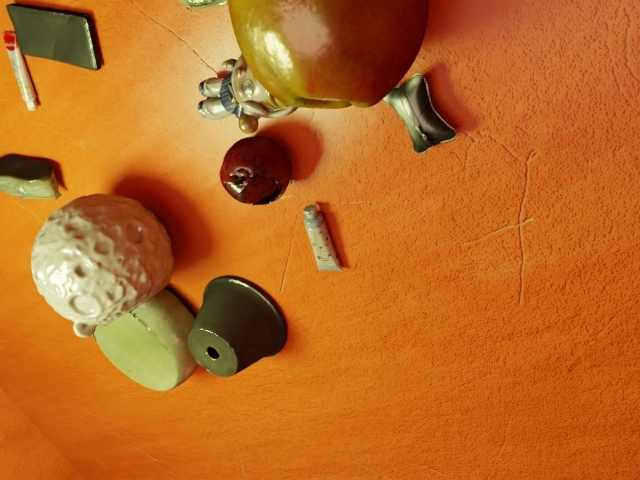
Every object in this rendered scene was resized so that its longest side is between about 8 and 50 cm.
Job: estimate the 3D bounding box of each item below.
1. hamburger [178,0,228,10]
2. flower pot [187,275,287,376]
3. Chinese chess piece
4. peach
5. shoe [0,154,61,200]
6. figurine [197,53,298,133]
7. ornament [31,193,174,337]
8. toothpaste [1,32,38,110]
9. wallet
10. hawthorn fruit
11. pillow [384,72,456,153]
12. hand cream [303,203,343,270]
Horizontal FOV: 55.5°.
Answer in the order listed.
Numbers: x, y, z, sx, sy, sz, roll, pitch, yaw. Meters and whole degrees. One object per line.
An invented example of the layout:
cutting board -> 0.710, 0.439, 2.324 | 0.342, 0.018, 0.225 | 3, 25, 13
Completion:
hamburger -> -0.222, -0.490, 1.108 | 0.140, 0.062, 0.133 | 19, 129, 22
flower pot -> -0.238, 0.246, 1.590 | 0.269, 0.166, 0.269 | 18, 132, 21
Chinese chess piece -> -0.505, 0.277, 1.790 | 0.349, 0.146, 0.349 | 17, 130, 21
peach -> 0.010, -0.361, 0.902 | 0.307, 0.308, 0.332 | -7, 95, 35
shoe -> -0.844, -0.169, 1.708 | 0.274, 0.103, 0.098 | 11, 139, 26
figurine -> -0.129, -0.282, 1.158 | 0.274, 0.133, 0.194 | -31, 61, 39
ornament -> -0.542, 0.040, 1.511 | 0.337, 0.337, 0.337 | 17, 129, 21
toothpaste -> -0.743, -0.417, 1.509 | 0.048, 0.031, 0.190 | 13, 125, 28
wallet -> -0.607, -0.466, 1.389 | 0.244, 0.025, 0.124 | 15, 129, 20
hawthorn fruit -> -0.138, -0.139, 1.240 | 0.148, 0.172, 0.148 | 4, 106, 13
pillow -> 0.174, -0.219, 1.068 | 0.136, 0.055, 0.091 | 57, 163, -12
hand cream -> 0.000, 0.000, 1.342 | 0.065, 0.043, 0.171 | 2, 125, 30
